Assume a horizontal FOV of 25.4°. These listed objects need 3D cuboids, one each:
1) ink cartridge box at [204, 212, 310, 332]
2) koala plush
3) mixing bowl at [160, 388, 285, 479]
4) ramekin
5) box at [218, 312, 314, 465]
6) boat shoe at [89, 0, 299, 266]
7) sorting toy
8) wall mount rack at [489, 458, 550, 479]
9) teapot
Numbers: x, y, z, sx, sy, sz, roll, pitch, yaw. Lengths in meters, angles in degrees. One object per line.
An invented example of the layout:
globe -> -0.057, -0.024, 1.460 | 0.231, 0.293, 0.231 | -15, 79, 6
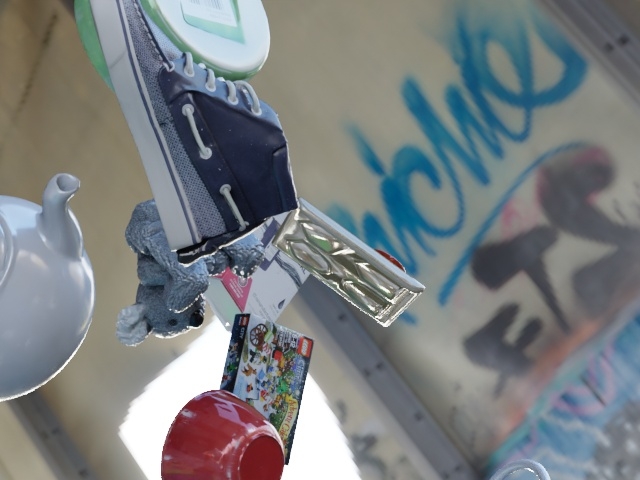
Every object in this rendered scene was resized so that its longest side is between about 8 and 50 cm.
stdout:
ink cartridge box -> -0.117, 0.039, 2.685 | 0.237, 0.100, 0.172 | -54, -48, -29
koala plush -> -0.233, 0.065, 2.264 | 0.196, 0.203, 0.221 | -28, -33, -45
mixing bowl -> -0.112, 0.290, 1.870 | 0.098, 0.181, 0.181 | 3, 11, 40
ramekin -> -0.222, -0.344, 2.241 | 0.148, 0.303, 0.303 | -30, -12, 36
box -> -0.101, 0.260, 2.471 | 0.159, 0.233, 0.044 | 24, -20, -39
boat shoe -> -0.136, -0.155, 1.541 | 0.158, 0.340, 0.127 | -19, 14, -5
sorting toy -> 0.000, 0.000, 2.005 | 0.041, 0.307, 0.229 | -54, 0, -18
wall mount rack -> 0.234, 0.448, 1.664 | 0.130, 0.350, 0.304 | 32, -51, -28
teapot -> -0.389, 0.049, 1.569 | 0.256, 0.252, 0.187 | -70, -26, -19
